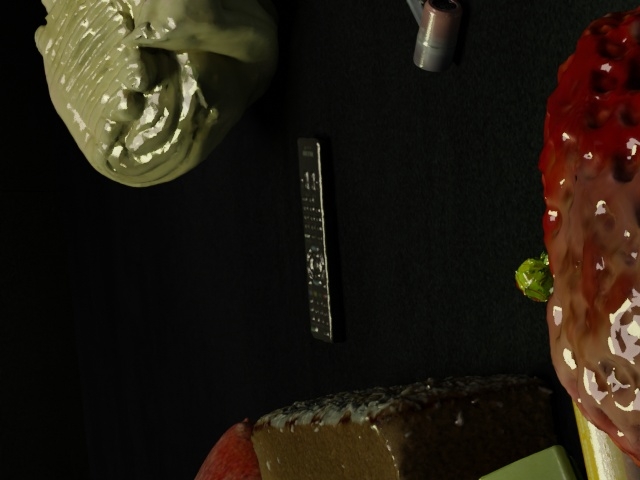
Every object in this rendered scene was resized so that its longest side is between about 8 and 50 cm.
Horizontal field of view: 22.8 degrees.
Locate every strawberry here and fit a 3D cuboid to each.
[{"bbox_3d":[0.221,-0.002,1.061,0.265,0.149,0.336,112,146,-57],"label":"strawberry"}]

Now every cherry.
[{"bbox_3d":[-0.071,0.359,1.960,0.239,0.206,0.239,-59,10,18],"label":"cherry"}]

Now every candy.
[{"bbox_3d":[0.198,0.006,1.312,0.123,0.035,0.035,118,153,-43],"label":"candy"}]

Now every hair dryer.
[{"bbox_3d":[0.100,-0.215,1.494,0.114,0.037,0.063,-110,24,-50],"label":"hair dryer"}]

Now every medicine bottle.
[{"bbox_3d":[0.226,0.137,1.212,0.074,0.074,0.218,139,122,-67],"label":"medicine bottle"}]

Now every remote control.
[{"bbox_3d":[0.000,0.000,1.860,0.063,0.025,0.245,-162,66,-67],"label":"remote control"}]

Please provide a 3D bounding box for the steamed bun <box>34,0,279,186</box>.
[{"bbox_3d":[-0.185,-0.271,1.973,0.339,0.247,0.352,-54,52,39],"label":"steamed bun"}]

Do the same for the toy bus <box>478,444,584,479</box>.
[{"bbox_3d":[0.196,0.262,1.269,0.101,0.088,0.175,52,-164,-60],"label":"toy bus"}]

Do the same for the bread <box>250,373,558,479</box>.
[{"bbox_3d":[0.067,0.195,1.539,0.416,0.165,0.113,159,101,-69],"label":"bread"}]
